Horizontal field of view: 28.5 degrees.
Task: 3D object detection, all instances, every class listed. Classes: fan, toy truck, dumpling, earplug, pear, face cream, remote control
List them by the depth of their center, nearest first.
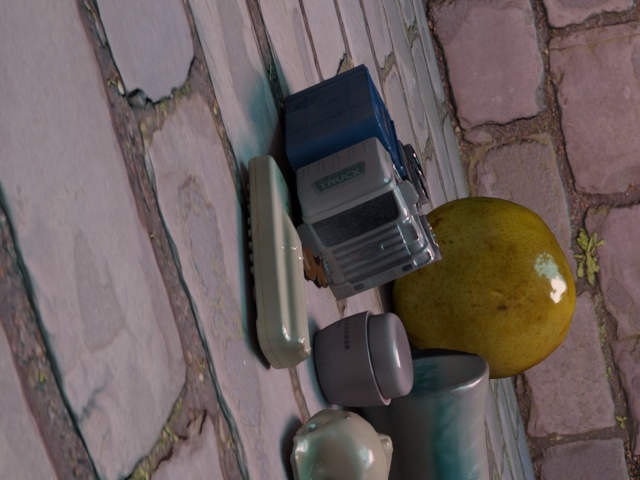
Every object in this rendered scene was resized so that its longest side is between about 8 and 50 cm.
[{"bbox_3d":[-0.044,0.022,1.345,0.090,0.049,0.230,62,19,-58],"label":"remote control"},{"bbox_3d":[0.026,0.260,1.369,0.176,0.092,0.150,41,53,-78],"label":"dumpling"},{"bbox_3d":[0.054,0.146,1.536,0.117,0.104,0.117,-12,90,-76],"label":"face cream"},{"bbox_3d":[0.043,-0.079,1.547,0.367,0.146,0.175,-97,161,-63],"label":"toy truck"},{"bbox_3d":[0.000,0.000,1.650,0.226,0.008,0.152,45,34,-67],"label":"fan"},{"bbox_3d":[0.145,0.324,1.684,0.185,0.185,0.324,-55,140,-73],"label":"earplug"},{"bbox_3d":[0.256,0.074,2.082,0.304,0.304,0.304,-12,90,-77],"label":"pear"}]
